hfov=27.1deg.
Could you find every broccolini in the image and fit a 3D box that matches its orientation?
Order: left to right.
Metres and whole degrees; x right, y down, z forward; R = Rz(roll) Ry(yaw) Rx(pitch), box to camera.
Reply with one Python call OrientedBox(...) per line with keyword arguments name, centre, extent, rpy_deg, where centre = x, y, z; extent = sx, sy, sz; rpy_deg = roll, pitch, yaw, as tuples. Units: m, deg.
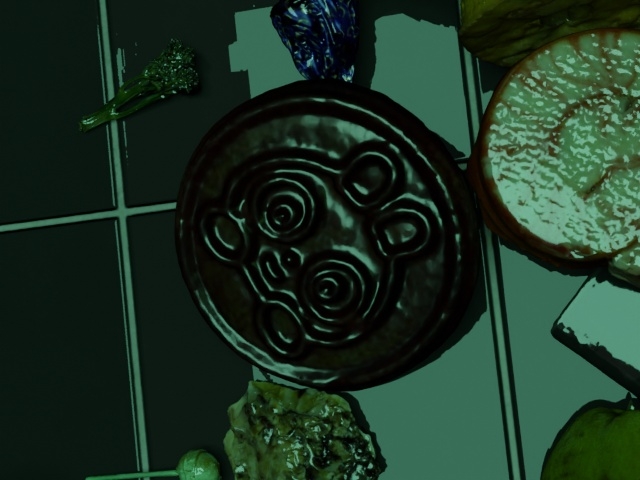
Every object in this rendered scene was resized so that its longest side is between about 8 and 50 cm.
OrientedBox(name="broccolini", centre=(-0.253, -0.199, 1.822), extent=(0.201, 0.058, 0.074), rpy_deg=(-29, 74, 8))

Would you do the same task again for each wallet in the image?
OrientedBox(name="wallet", centre=(0.510, 0.143, 1.629), extent=(0.406, 0.062, 0.228), rpy_deg=(37, 94, 13))

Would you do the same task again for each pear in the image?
OrientedBox(name="pear", centre=(0.388, 0.346, 1.550), extent=(0.269, 0.269, 0.321), rpy_deg=(-13, 79, 11))

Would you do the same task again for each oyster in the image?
OrientedBox(name="oyster", centre=(-0.038, 0.295, 1.734), extent=(0.223, 0.083, 0.214), rpy_deg=(16, 87, 20))

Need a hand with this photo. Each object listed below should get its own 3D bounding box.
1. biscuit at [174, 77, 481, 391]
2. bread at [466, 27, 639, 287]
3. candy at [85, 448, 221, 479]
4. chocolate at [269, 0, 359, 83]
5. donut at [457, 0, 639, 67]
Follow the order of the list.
OrientedBox(name="biscuit", centre=(0.000, 0.000, 1.682), extent=(0.407, 0.091, 0.407), rpy_deg=(4, 103, 19))
OrientedBox(name="bread", centre=(0.351, -0.102, 1.597), extent=(0.327, 0.114, 0.295), rpy_deg=(18, 84, 9))
OrientedBox(name="candy", centre=(-0.228, 0.317, 1.795), extent=(0.202, 0.061, 0.061), rpy_deg=(-8, 85, 20))
OrientedBox(name="chocolate", centre=(0.038, -0.175, 1.738), extent=(0.148, 0.126, 0.343), rpy_deg=(-23, 89, -27))
OrientedBox(name="donut", centre=(0.287, -0.305, 1.608), extent=(0.277, 0.277, 0.108), rpy_deg=(-18, 72, 11))
